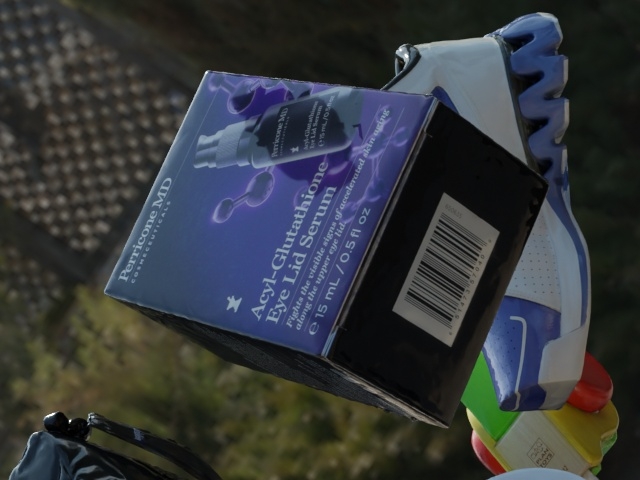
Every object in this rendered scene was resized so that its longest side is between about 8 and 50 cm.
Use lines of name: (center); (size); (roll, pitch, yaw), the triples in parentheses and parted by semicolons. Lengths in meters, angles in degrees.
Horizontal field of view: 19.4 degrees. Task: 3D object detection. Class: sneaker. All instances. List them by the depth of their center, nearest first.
sneaker: (0.097, -0.021, 1.406); (0.127, 0.182, 0.315); (95, 172, -67)

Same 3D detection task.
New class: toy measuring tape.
toy measuring tape: (0.211, 0.177, 1.444); (0.121, 0.330, 0.121); (-28, -32, -20)

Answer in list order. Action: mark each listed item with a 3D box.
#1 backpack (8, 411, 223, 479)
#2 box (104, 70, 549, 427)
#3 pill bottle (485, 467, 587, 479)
backpack: (-0.125, 0.212, 1.315); (0.115, 0.182, 0.152); (-49, 45, 17)
box: (0.000, 0.000, 1.052); (0.207, 0.108, 0.153); (11, 73, 48)
pill bottle: (0.136, 0.201, 0.918); (0.131, 0.229, 0.131); (-13, 55, 20)
